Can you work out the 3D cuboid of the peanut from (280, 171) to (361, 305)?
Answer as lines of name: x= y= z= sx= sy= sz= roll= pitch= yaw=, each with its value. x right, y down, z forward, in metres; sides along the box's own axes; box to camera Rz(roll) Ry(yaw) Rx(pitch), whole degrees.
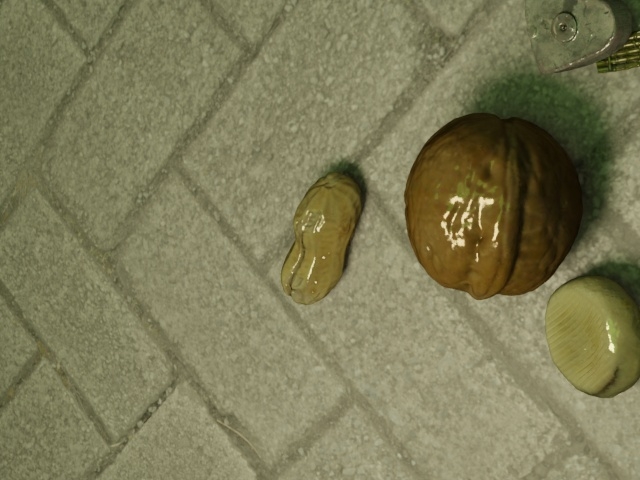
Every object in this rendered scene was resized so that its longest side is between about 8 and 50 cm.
peanut: x=0.000 y=0.000 z=2.056 sx=0.130 sy=0.130 sz=0.290 roll=26 pitch=114 yaw=26

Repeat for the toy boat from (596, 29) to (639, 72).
toy boat: x=0.526 y=-0.325 z=1.727 sx=0.115 sy=0.016 sz=0.063 roll=-7 pitch=94 yaw=33

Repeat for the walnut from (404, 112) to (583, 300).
walnut: x=0.298 y=-0.054 z=1.767 sx=0.332 sy=0.333 sz=0.333 roll=6 pitch=102 yaw=31

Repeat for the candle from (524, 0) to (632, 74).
candle: x=0.430 y=-0.363 z=1.740 sx=0.192 sy=0.068 sz=0.168 roll=41 pitch=127 yaw=32

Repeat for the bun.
bun: x=0.498 y=0.164 z=1.778 sx=0.222 sy=0.127 sz=0.222 roll=40 pitch=139 yaw=47
